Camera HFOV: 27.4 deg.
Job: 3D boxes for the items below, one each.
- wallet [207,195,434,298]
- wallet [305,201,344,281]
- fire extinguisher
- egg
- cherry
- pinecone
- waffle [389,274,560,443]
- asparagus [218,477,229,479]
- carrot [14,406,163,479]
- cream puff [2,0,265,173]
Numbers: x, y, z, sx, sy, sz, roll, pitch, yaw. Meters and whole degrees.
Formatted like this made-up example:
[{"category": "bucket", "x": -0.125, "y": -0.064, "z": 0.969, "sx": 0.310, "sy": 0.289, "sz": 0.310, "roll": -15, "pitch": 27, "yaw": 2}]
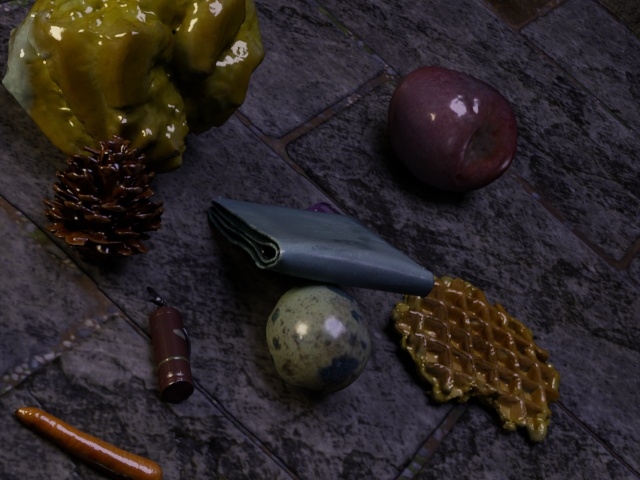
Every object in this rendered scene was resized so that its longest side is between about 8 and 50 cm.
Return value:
[{"category": "wallet", "x": -0.003, "y": 0.006, "z": 1.875, "sx": 0.251, "sy": 0.054, "sz": 0.290, "roll": 10, "pitch": 12, "yaw": -25}, {"category": "wallet", "x": 0.001, "y": -0.001, "z": 2.021, "sx": 0.111, "sy": 0.030, "sz": 0.166, "roll": 44, "pitch": 36, "yaw": 9}, {"category": "fire extinguisher", "x": -0.191, "y": 0.137, "z": 1.696, "sx": 0.078, "sy": 0.045, "sz": 0.157, "roll": 43, "pitch": 22, "yaw": -45}, {"category": "egg", "x": -0.005, "y": 0.126, "z": 1.781, "sx": 0.141, "sy": 0.141, "sz": 0.182, "roll": 19, "pitch": 27, "yaw": -24}, {"category": "cherry", "x": 0.218, "y": -0.196, "z": 2.298, "sx": 0.239, "sy": 0.206, "sz": 0.239, "roll": 10, "pitch": 10, "yaw": -2}, {"category": "pinecone", "x": -0.283, "y": -0.054, "z": 1.726, "sx": 0.173, "sy": 0.173, "sz": 0.174, "roll": 23, "pitch": 38, "yaw": -19}, {"category": "waffle", "x": 0.240, "y": 0.173, "z": 2.009, "sx": 0.300, "sy": 0.058, "sz": 0.281, "roll": 37, "pitch": 36, "yaw": -2}, {"category": "asparagus", "x": -0.193, "y": 0.316, "z": 1.505, "sx": 0.025, "sy": 0.024, "sz": 0.248, "roll": 8, "pitch": 14, "yaw": 41}, {"category": "carrot", "x": -0.268, "y": 0.238, "z": 1.517, "sx": 0.190, "sy": 0.037, "sz": 0.037, "roll": 29, "pitch": 36, "yaw": -9}, {"category": "cream puff", "x": -0.246, "y": -0.242, "z": 1.843, "sx": 0.378, "sy": 0.378, "sz": 0.276, "roll": 7, "pitch": 46, "yaw": -36}]
